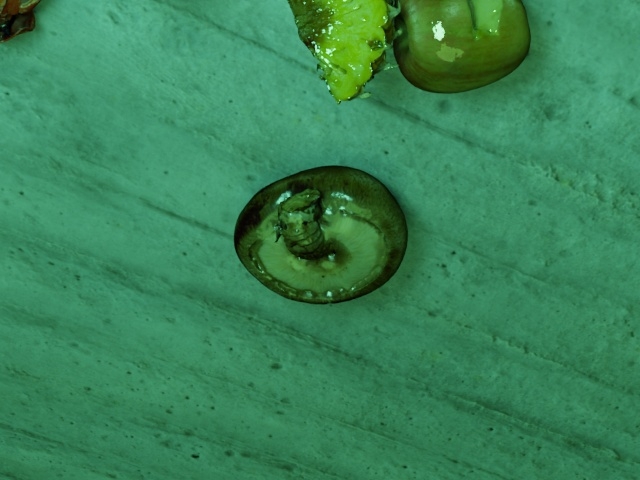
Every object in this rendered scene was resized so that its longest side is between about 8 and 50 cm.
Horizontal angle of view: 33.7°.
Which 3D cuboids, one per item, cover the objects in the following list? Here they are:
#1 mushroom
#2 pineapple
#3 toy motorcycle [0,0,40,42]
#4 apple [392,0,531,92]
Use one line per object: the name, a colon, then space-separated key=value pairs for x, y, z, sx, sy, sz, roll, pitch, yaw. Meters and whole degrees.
mushroom: x=-0.002 y=-0.014 z=1.768 sx=0.297 sy=0.163 sz=0.278 roll=-11 pitch=142 yaw=15
pineapple: x=0.059 y=-0.317 z=1.455 sx=0.140 sy=0.250 sz=0.164 roll=-30 pitch=160 yaw=31
toy motorcycle: x=-0.445 y=-0.379 z=1.477 sx=0.171 sy=0.089 sz=0.298 roll=33 pitch=128 yaw=-28
apple: x=0.196 y=-0.290 z=1.467 sx=0.199 sy=0.199 sz=0.199 roll=2 pitch=135 yaw=2
